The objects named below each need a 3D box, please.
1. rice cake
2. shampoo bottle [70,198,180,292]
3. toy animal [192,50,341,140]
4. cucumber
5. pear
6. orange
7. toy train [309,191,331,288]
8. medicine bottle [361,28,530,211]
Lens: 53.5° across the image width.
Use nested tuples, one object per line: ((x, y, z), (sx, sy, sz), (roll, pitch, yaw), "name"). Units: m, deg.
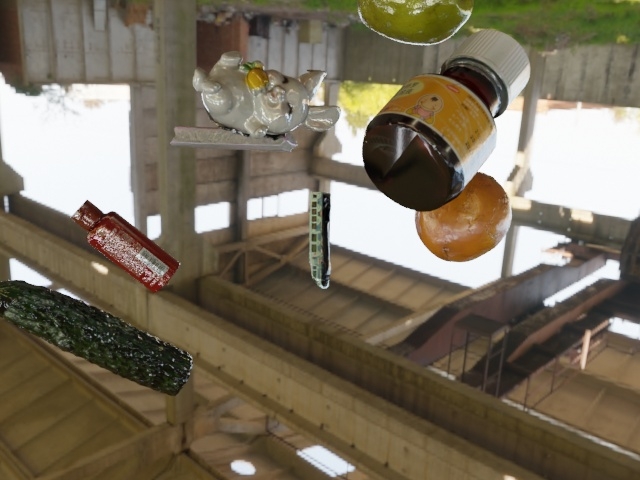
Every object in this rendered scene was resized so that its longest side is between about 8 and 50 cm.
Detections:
((-0.234, -0.266, 1.658), (0.364, 0.056, 0.072), (6, 178, 22), "rice cake")
((-0.544, 0.013, 1.765), (0.314, 0.118, 0.076), (42, -168, -20), "shampoo bottle")
((-0.126, -0.336, 1.494), (0.325, 0.209, 0.154), (-7, 156, -27), "toy animal")
((-0.286, 0.118, 0.796), (0.293, 0.068, 0.067), (38, 172, -38), "cucumber")
((0.249, -0.641, 1.669), (0.253, 0.253, 0.307), (-12, -166, -42), "pear")
((0.352, -0.061, 1.571), (0.240, 0.240, 0.240), (3, -164, -1), "orange")
((0.000, 0.000, 1.370), (0.047, 0.208, 0.043), (-1, 179, 28), "toy train")
((0.273, -0.266, 1.339), (0.242, 0.242, 0.395), (16, -126, 38), "medicine bottle")
